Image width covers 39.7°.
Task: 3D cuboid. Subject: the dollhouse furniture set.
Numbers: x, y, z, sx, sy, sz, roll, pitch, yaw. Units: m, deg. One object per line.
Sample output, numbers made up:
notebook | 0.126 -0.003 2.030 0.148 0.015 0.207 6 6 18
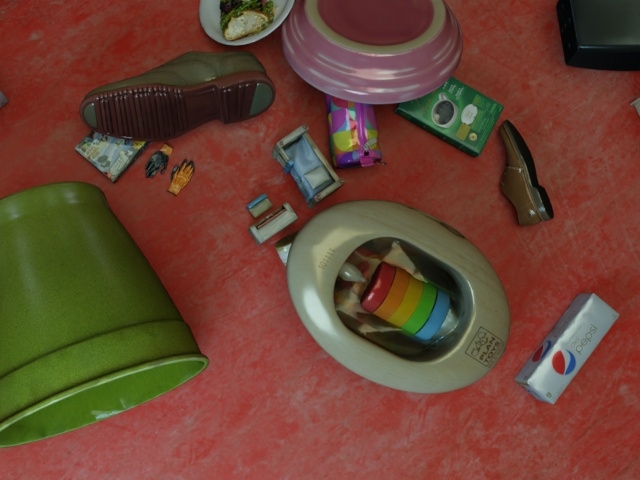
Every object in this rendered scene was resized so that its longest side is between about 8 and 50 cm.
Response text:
dollhouse furniture set | -0.070 -0.098 1.606 0.184 0.129 0.129 -35 90 -8

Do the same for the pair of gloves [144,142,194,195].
pair of gloves | -0.279 -0.132 1.643 0.083 0.010 0.074 34 83 -3

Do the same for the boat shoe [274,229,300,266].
boat shoe | 0.000 0.000 1.648 0.170 0.063 0.059 -23 112 -9

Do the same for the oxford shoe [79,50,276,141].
oxford shoe | -0.264 -0.270 1.609 0.348 0.123 0.130 -9 51 -17

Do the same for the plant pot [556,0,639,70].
plant pot | 0.551 -0.424 1.692 0.167 0.187 0.188 -8 87 4

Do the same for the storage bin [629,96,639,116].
storage bin | 0.769 -0.286 1.664 0.262 0.260 0.123 -23 85 -8

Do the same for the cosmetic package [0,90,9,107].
cosmetic package | -0.677 -0.298 1.498 0.138 0.224 0.224 -43 91 -9

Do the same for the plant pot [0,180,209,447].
plant pot | -0.416 0.106 1.463 0.366 0.366 0.353 -21 76 -8

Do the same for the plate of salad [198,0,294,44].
plate of salad | -0.139 -0.452 1.629 0.200 0.048 0.200 -8 68 20

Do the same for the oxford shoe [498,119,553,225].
oxford shoe | 0.374 -0.129 1.699 0.076 0.076 0.212 -23 75 31

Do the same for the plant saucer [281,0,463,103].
plant saucer | 0.095 -0.387 1.592 0.332 0.084 0.332 2 52 -2

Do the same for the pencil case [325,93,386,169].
pencil case | 0.059 -0.245 1.651 0.104 0.104 0.236 -8 86 -8

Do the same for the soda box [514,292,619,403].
soda box | 0.465 0.202 1.678 0.069 0.074 0.216 39 82 -3

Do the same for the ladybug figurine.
ladybug figurine | 0.136 0.099 1.579 0.449 0.162 0.305 32 87 -15

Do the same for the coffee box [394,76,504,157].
coffee box | 0.247 -0.252 1.703 0.184 0.040 0.113 27 82 -5

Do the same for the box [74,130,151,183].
box | -0.369 -0.186 1.627 0.094 0.027 0.137 41 82 -1
